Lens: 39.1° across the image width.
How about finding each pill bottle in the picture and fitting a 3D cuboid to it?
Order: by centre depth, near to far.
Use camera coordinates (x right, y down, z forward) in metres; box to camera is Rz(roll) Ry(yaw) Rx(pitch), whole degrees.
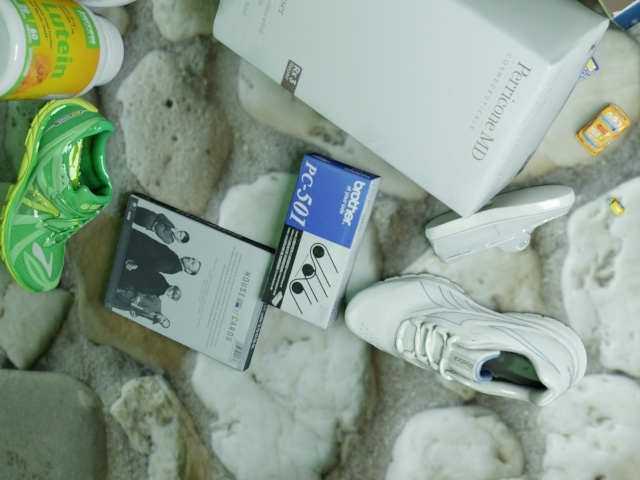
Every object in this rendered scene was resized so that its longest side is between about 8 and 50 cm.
[{"bbox_3d":[-0.365,-0.250,1.166,0.136,0.246,0.136,4,100,21],"label":"pill bottle"}]

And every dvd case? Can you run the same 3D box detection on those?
[{"bbox_3d":[-0.183,0.057,1.261,0.239,0.029,0.179,22,106,17],"label":"dvd case"}]

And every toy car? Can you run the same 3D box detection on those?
[{"bbox_3d":[0.334,-0.090,1.018,0.060,0.040,0.122,-26,88,24],"label":"toy car"}]

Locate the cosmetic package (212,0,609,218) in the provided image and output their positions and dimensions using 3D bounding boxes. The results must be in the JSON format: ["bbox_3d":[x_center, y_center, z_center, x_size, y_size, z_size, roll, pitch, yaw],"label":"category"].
[{"bbox_3d":[0.084,-0.231,0.988,0.385,0.156,0.217,38,135,19],"label":"cosmetic package"}]

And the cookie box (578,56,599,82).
[{"bbox_3d":[0.248,-0.205,1.034,0.107,0.040,0.091,-33,86,23],"label":"cookie box"}]

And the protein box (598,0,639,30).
[{"bbox_3d":[0.349,-0.322,0.886,0.201,0.200,0.136,-31,87,24],"label":"protein box"}]

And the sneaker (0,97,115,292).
[{"bbox_3d":[-0.368,-0.054,1.275,0.124,0.109,0.295,23,106,22],"label":"sneaker"}]

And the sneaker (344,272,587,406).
[{"bbox_3d":[0.162,0.116,1.075,0.297,0.129,0.111,12,105,21],"label":"sneaker"}]

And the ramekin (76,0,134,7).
[{"bbox_3d":[-0.318,-0.447,1.180,0.273,0.127,0.272,4,101,21],"label":"ramekin"}]

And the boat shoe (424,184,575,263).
[{"bbox_3d":[0.216,-0.015,1.070,0.184,0.066,0.063,-18,106,22],"label":"boat shoe"}]

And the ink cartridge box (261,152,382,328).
[{"bbox_3d":[0.000,0.000,1.167,0.097,0.046,0.207,22,106,17],"label":"ink cartridge box"}]
